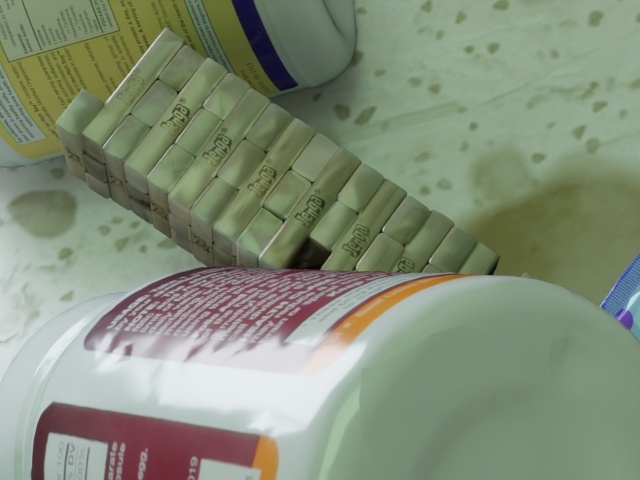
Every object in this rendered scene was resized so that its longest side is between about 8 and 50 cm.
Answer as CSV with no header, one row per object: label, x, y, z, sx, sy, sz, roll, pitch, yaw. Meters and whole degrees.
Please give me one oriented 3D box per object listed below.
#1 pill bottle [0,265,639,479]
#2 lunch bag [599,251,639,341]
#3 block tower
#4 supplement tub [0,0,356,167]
pill bottle,-0.015,0.125,0.974,0.392,0.224,0.224,1,54,58
lunch bag,0.301,0.033,1.013,0.221,0.138,0.293,38,71,22
block tower,0.000,0.000,1.140,0.335,0.091,0.097,33,73,9
supplement tub,-0.162,-0.187,1.296,0.331,0.241,0.241,-14,56,11
